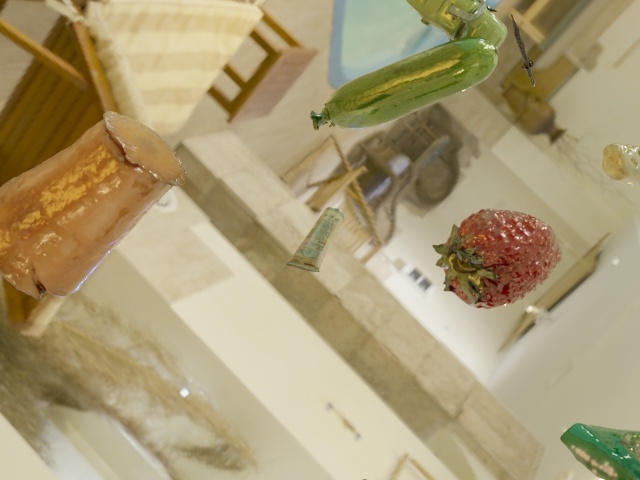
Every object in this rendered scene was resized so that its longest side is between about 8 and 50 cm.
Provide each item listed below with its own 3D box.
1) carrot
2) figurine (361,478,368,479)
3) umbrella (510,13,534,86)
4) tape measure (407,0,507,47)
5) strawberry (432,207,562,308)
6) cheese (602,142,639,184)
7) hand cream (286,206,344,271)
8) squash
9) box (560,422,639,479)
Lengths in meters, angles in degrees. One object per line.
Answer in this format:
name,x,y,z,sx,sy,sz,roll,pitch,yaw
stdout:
carrot,-0.342,-0.061,1.229,0.254,0.196,0.196,-39,175,22
figurine,0.005,0.236,0.736,0.083,0.050,0.047,-10,141,5
umbrella,0.337,-0.312,1.430,0.022,0.149,0.022,-7,-132,28
tape measure,0.260,-0.411,1.576,0.106,0.175,0.200,-53,-149,14
strawberry,0.225,0.015,1.069,0.148,0.131,0.131,-28,166,-27
cheese,0.500,-0.117,1.349,0.043,0.065,0.194,-13,169,43
hand cream,0.000,0.000,1.469,0.039,0.061,0.143,82,31,-46
squash,0.140,-0.270,1.540,0.379,0.101,0.101,-15,-170,31
box,0.406,0.284,0.791,0.337,0.264,0.106,13,105,-34
